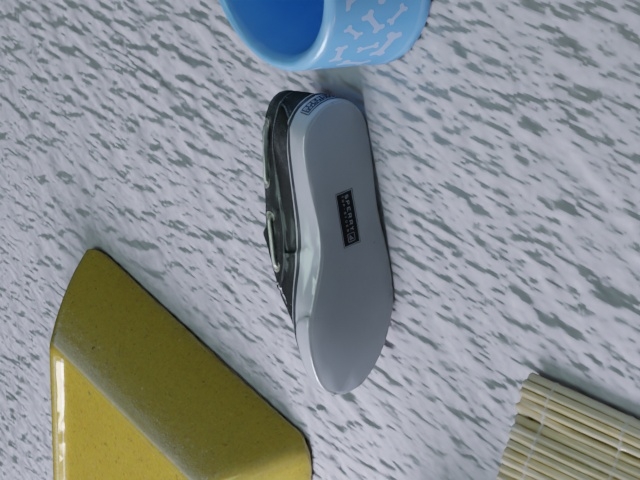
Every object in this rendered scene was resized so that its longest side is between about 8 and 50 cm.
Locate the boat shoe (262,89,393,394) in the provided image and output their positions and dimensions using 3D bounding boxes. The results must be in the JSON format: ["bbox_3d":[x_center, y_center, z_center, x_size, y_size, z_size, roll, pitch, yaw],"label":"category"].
[{"bbox_3d":[0.000,0.000,1.341,0.070,0.078,0.219,17,115,50],"label":"boat shoe"}]

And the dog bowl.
[{"bbox_3d":[-0.035,-0.244,1.231,0.166,0.074,0.297,-27,88,58],"label":"dog bowl"}]

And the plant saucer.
[{"bbox_3d":[-0.147,0.225,1.694,0.333,0.081,0.332,40,139,37],"label":"plant saucer"}]

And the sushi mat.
[{"bbox_3d":[0.217,0.198,1.142,0.316,0.019,0.151,23,101,48],"label":"sushi mat"}]
